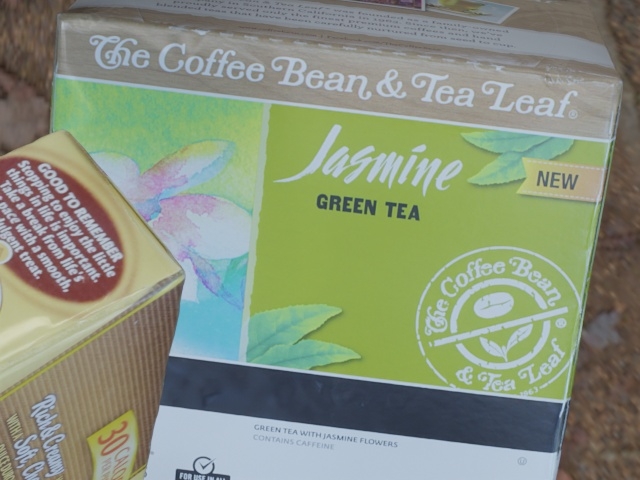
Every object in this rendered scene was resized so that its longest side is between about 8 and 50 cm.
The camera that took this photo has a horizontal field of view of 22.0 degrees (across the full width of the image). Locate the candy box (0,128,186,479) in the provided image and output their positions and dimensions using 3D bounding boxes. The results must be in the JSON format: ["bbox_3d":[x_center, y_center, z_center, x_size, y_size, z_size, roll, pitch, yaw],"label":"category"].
[{"bbox_3d":[-0.208,0.101,0.604,0.316,0.087,0.183,-28,155,-28],"label":"candy box"}]

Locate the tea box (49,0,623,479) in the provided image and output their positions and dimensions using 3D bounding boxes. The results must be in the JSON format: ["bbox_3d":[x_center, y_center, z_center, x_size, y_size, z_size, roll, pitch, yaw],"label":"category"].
[{"bbox_3d":[0.000,0.000,1.075,0.329,0.220,0.323,6,110,1],"label":"tea box"}]
